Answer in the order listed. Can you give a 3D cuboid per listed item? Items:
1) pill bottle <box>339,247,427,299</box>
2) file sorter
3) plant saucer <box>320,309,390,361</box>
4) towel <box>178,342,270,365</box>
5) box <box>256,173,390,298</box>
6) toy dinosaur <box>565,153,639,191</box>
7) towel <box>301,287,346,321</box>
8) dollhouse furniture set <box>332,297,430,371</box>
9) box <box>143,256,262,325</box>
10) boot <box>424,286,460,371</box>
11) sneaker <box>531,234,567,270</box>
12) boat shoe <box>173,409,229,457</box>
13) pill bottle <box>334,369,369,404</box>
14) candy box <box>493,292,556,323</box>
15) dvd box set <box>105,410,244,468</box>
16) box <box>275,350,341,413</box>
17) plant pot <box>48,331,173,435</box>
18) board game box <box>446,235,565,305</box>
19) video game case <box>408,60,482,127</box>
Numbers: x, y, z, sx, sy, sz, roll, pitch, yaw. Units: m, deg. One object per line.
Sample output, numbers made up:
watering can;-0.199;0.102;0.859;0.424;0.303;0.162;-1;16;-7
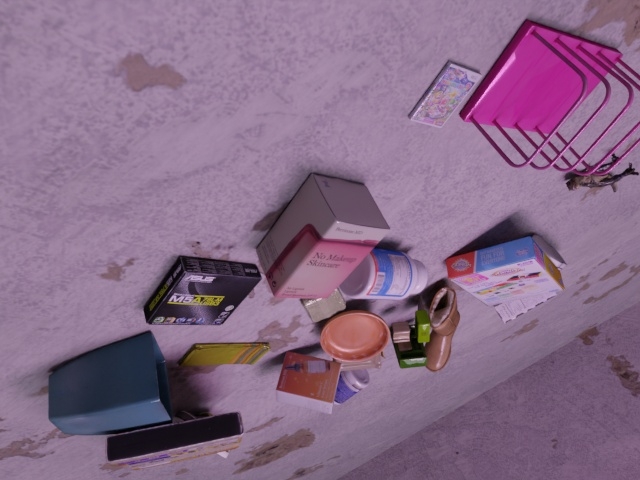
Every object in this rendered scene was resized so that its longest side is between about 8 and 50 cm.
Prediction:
pill bottle;0.157;0.083;1.281;0.221;0.124;0.124;8;134;-41
file sorter;0.459;-0.241;0.976;0.290;0.182;0.202;-1;140;-33
plant saucer;0.097;0.268;1.499;0.199;0.037;0.200;-2;127;-3
towel;-0.253;0.311;1.416;0.237;0.021;0.102;10;132;-42
box;0.000;0.000;1.053;0.148;0.127;0.232;6;136;-39
toy dinosaur;0.757;-0.172;1.393;0.268;0.064;0.118;-1;155;-34
towel;0.012;0.170;1.393;0.110;0.027;0.148;-26;147;-2
dollhouse furniture set;0.174;0.284;1.632;0.301;0.151;0.198;-6;125;0
box;-0.250;0.114;1.119;0.190;0.045;0.184;10;135;-43
boot;0.371;0.285;1.653;0.269;0.089;0.236;49;59;-65
sneaker;0.667;0.081;1.651;0.161;0.102;0.282;-37;146;22
boat shoe;-0.367;0.601;1.682;0.091;0.109;0.305;-58;142;-25
pill bottle;0.069;0.501;1.820;0.186;0.112;0.112;-42;144;23
candy box;0.704;0.206;1.828;0.196;0.070;0.165;-33;169;13
dvd box set;-0.360;0.529;1.371;0.307;0.062;0.420;-7;156;-13
box;-0.035;0.419;1.554;0.170;0.130;0.091;11;144;5
plant pot;-0.474;0.341;1.187;0.234;0.166;0.166;-12;145;-11
board game box;0.542;0.100;1.527;0.242;0.064;0.316;-18;150;31
video game case;0.224;-0.260;0.948;0.087;0.011;0.122;3;137;-37
